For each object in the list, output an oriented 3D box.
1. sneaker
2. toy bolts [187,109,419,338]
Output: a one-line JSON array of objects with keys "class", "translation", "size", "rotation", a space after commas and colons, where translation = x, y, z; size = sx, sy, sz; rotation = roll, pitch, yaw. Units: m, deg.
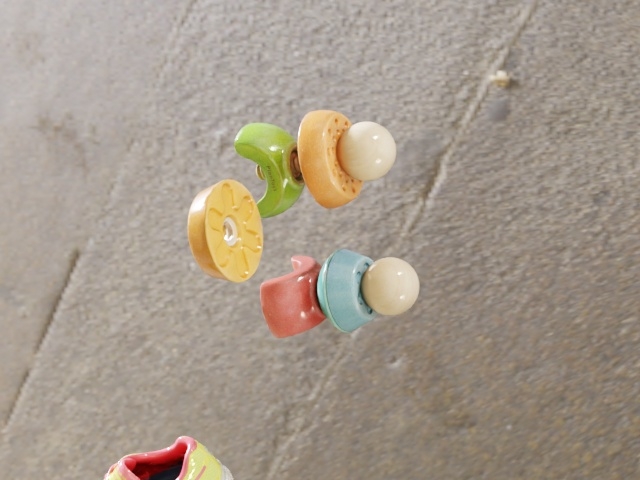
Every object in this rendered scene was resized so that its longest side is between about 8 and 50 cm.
[{"class": "sneaker", "translation": [-0.193, 0.251, 1.157], "size": [0.081, 0.208, 0.094], "rotation": [53, 168, 45]}, {"class": "toy bolts", "translation": [0.000, 0.000, 1.196], "size": [0.158, 0.218, 0.228], "rotation": [-7, 114, 29]}]
